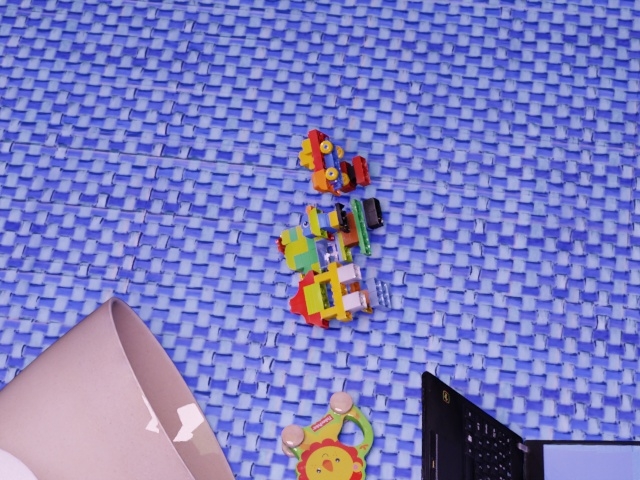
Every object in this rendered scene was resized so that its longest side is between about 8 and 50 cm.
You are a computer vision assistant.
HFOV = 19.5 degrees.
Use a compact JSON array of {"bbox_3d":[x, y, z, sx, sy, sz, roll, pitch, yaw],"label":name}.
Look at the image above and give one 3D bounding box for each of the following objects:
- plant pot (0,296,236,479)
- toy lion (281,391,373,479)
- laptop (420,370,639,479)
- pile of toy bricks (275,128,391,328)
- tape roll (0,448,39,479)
[{"bbox_3d":[-0.250,0.230,1.767,0.274,0.256,0.256,-29,57,3],"label":"plant pot"},{"bbox_3d":[0.013,0.215,1.874,0.100,0.034,0.096,-34,67,-19],"label":"toy lion"},{"bbox_3d":[0.222,0.259,1.764,0.136,0.264,0.234,-24,47,32],"label":"laptop"},{"bbox_3d":[0.000,0.000,1.993,0.105,0.118,0.212,-19,69,24],"label":"pile of toy bricks"},{"bbox_3d":[-0.379,0.329,1.534,0.392,0.072,0.392,-19,35,14],"label":"tape roll"}]
